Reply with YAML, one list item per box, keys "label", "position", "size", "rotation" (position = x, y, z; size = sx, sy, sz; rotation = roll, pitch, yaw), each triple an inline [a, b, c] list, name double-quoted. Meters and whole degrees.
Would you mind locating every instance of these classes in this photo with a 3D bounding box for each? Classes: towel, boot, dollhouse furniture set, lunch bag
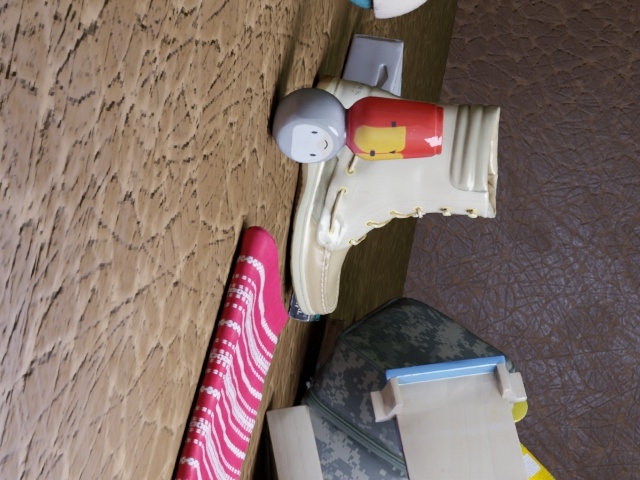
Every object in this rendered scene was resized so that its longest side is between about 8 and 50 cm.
- label: "towel"
  position: [-0.077, 0.145, 1.218]
  size: [0.199, 0.031, 0.274]
  rotation: [85, 17, -63]
- label: "boot"
  position: [0.079, -0.031, 1.479]
  size: [0.095, 0.204, 0.261]
  rotation: [-57, 155, -71]
- label: "dollhouse furniture set"
  position: [0.108, 0.312, 1.578]
  size: [0.198, 0.304, 0.286]
  rotation: [90, -10, -55]
- label: "lunch bag"
  position: [0.087, 0.244, 1.868]
  size: [0.256, 0.213, 0.305]
  rotation: [-64, 166, 20]

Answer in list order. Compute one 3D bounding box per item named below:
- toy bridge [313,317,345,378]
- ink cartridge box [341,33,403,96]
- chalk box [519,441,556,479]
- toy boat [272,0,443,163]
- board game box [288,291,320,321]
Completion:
- label: "toy bridge"
  position: [0.003, 0.201, 1.972]
  size: [0.063, 0.026, 0.188]
  rotation: [20, 81, -81]
- label: "ink cartridge box"
  position: [0.058, -0.160, 1.701]
  size: [0.150, 0.063, 0.109]
  rotation: [86, 16, -63]
- label: "chalk box"
  position: [0.185, 0.358, 1.778]
  size: [0.132, 0.132, 0.213]
  rotation: [-27, 159, -50]
- label: "toy boat"
  position: [0.037, -0.222, 1.213]
  size: [0.267, 0.148, 0.318]
  rotation: [-68, 160, -81]
- label: "board game box"
  position: [0.000, 0.000, 1.634]
  size: [0.126, 0.026, 0.186]
  rotation: [14, 87, -84]
